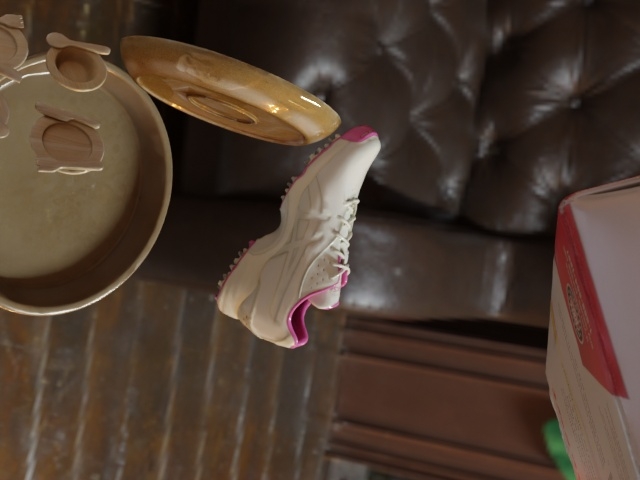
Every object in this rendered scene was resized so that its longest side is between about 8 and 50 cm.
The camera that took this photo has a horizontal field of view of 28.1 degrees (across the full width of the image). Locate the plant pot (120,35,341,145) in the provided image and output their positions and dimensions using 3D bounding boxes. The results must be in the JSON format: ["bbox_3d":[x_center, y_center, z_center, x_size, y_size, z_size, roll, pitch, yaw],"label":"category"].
[{"bbox_3d":[-0.095,-0.144,1.292,0.236,0.236,0.032,29,78,-55],"label":"plant pot"}]

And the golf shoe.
[{"bbox_3d":[0.000,0.000,1.598,0.306,0.140,0.115,-55,163,18],"label":"golf shoe"}]

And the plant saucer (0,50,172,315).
[{"bbox_3d":[-0.279,-0.060,1.332,0.278,0.041,0.278,-12,109,-38],"label":"plant saucer"}]

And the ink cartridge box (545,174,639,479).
[{"bbox_3d":[0.227,0.118,0.782,0.306,0.131,0.226,66,10,-66],"label":"ink cartridge box"}]

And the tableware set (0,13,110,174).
[{"bbox_3d":[-0.251,-0.130,1.101,0.141,0.020,0.169,13,52,-21],"label":"tableware set"}]
